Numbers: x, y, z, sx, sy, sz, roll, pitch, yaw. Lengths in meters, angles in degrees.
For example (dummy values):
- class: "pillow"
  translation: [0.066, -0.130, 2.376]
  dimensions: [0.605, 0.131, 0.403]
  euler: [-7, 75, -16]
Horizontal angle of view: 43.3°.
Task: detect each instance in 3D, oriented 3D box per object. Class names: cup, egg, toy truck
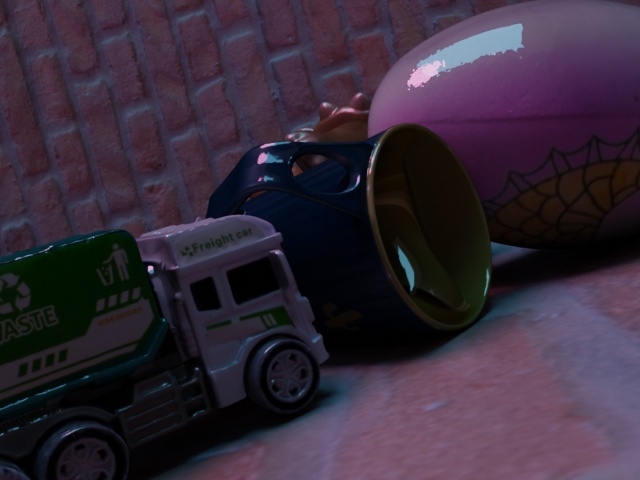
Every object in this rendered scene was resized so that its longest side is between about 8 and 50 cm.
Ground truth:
- class: "cup"
  translation: [0.000, 0.000, 0.522]
  dimensions: [0.155, 0.131, 0.176]
  euler: [-19, -38, 39]
- class: "egg"
  translation: [0.171, -0.087, 0.618]
  dimensions: [0.271, 0.196, 0.196]
  euler: [-1, 5, 0]
- class: "toy truck"
  translation: [-0.125, 0.062, 0.391]
  dimensions: [0.253, 0.124, 0.114]
  euler: [-21, 9, -31]

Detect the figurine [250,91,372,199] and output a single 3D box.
- class: "figurine"
  translation: [0.026, -0.043, 0.750]
  dimensions: [0.173, 0.177, 0.247]
  euler: [12, 27, 42]
